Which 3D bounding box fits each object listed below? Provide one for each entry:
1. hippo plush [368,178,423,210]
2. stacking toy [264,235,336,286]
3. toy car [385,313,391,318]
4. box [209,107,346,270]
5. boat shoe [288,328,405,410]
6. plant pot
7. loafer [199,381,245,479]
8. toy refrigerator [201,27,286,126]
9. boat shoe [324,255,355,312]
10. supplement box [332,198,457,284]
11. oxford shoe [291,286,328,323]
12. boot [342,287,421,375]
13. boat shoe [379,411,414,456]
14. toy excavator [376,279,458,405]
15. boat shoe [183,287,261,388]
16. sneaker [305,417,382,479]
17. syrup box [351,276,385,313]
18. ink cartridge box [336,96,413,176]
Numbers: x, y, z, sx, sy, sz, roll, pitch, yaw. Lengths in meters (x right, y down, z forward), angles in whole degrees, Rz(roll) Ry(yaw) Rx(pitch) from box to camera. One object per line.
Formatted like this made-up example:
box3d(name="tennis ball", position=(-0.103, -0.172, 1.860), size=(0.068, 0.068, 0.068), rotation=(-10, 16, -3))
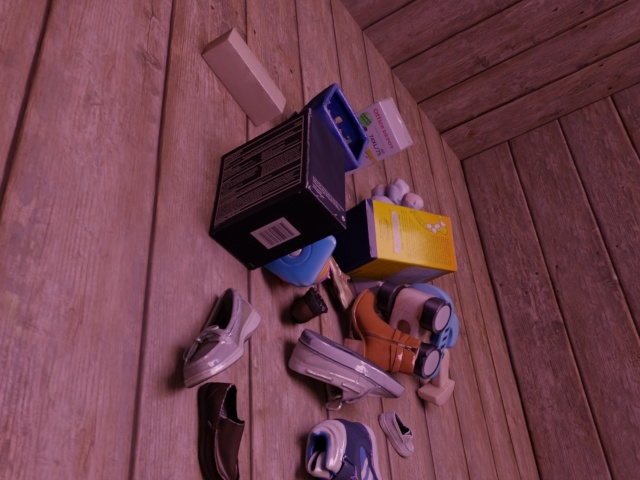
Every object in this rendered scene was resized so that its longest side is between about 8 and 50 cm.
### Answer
box3d(name="hippo plush", position=(0.213, -0.081, 2.438), size=(0.236, 0.234, 0.294), rotation=(-12, 122, -47))
box3d(name="stacking toy", position=(-0.032, 0.063, 1.850), size=(0.175, 0.166, 0.302), rotation=(29, -7, 20))
box3d(name="toy car", position=(0.304, 0.264, 2.360), size=(0.182, 0.159, 0.136), rotation=(-23, 125, -66))
box3d(name="box", position=(-0.099, -0.128, 1.672), size=(0.183, 0.296, 0.294), rotation=(44, 33, -39))
box3d(name="boat shoe", position=(0.061, 0.375, 1.748), size=(0.367, 0.157, 0.136), rotation=(32, 0, -34))
box3d(name="plant pot", position=(0.003, -0.337, 2.154), size=(0.236, 0.212, 0.236), rotation=(56, 27, -20))
box3d(name="loafer", position=(-0.191, 0.382, 1.312), size=(0.080, 0.078, 0.220), rotation=(25, 47, -55))
box3d(name="toy refrigerator", position=(-0.222, -0.483, 1.961), size=(0.269, 0.102, 0.094), rotation=(51, 29, -30))
box3d(name="boat shoe", position=(0.056, 0.122, 2.022), size=(0.072, 0.068, 0.190), rotation=(-25, 103, -27))
box3d(name="supplement box", position=(0.236, 0.014, 2.122), size=(0.356, 0.194, 0.195), rotation=(10, 66, -33))
box3d(name="oxford shoe", position=(-0.037, 0.181, 1.802), size=(0.083, 0.096, 0.227), rotation=(57, 5, 10))
box3d(name="boot", position=(0.193, 0.272, 1.967), size=(0.283, 0.220, 0.109), rotation=(-69, 163, -47))
box3d(name="boat shoe", position=(0.249, 0.593, 2.031), size=(0.184, 0.063, 0.066), rotation=(58, 26, -17))
box3d(name="toy excavator", position=(0.359, 0.357, 2.191), size=(0.445, 0.222, 0.433), rotation=(6, 100, -51))
box3d(name="boat shoe", position=(-0.217, 0.200, 1.385), size=(0.103, 0.118, 0.320), rotation=(56, 22, -9))
box3d(name="sneaker", position=(0.048, 0.592, 1.582), size=(0.236, 0.130, 0.323), rotation=(17, 58, -47))
box3d(name="syrup box", position=(0.169, 0.129, 2.229), size=(0.093, 0.096, 0.237), rotation=(-2, 72, -63))
box3d(name="ink cartridge box", position=(0.168, -0.380, 2.453), size=(0.198, 0.270, 0.197), rotation=(64, 25, -5))
